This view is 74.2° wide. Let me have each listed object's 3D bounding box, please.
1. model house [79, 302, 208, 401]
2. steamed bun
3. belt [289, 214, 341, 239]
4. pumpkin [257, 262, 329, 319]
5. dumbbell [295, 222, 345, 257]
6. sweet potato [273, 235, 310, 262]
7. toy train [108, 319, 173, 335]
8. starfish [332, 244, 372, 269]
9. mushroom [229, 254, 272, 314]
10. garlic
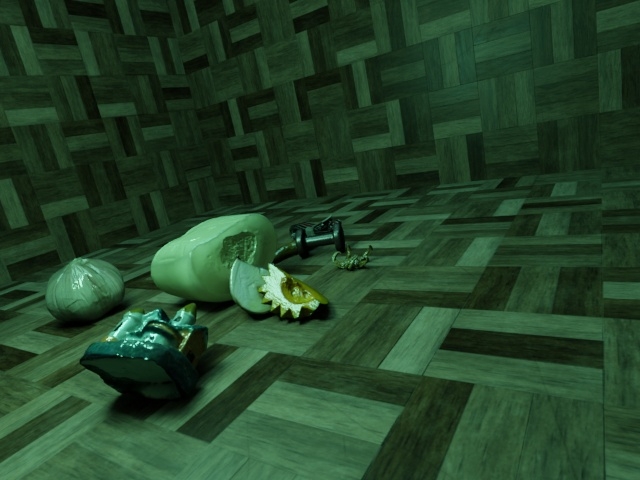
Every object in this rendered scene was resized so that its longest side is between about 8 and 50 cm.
[{"bbox_3d":[-0.420,0.253,1.114,0.253,0.184,0.291,-7,33,22],"label":"model house"},{"bbox_3d":[-0.415,0.082,1.711,0.372,0.289,0.456,-2,25,43],"label":"steamed bun"},{"bbox_3d":[-0.029,-0.055,2.287,0.360,0.126,0.094,-4,25,48],"label":"belt"},{"bbox_3d":[-0.088,0.198,1.402,0.254,0.130,0.149,32,0,33],"label":"pumpkin"},{"bbox_3d":[0.000,0.000,1.990,0.226,0.124,0.140,-9,40,10],"label":"dumbbell"},{"bbox_3d":[-0.144,0.042,2.083,0.274,0.075,0.075,-23,18,-31],"label":"sweet potato"},{"bbox_3d":[-0.532,0.306,1.291,0.204,0.112,0.163,-2,12,27],"label":"toy train"},{"bbox_3d":[0.145,0.070,1.729,0.146,0.074,0.190,-23,18,-34],"label":"starfish"},{"bbox_3d":[-0.227,0.195,1.490,0.237,0.173,0.162,22,-31,-13],"label":"mushroom"},{"bbox_3d":[-0.987,0.201,1.765,0.318,0.259,0.317,-6,14,2],"label":"garlic"}]
